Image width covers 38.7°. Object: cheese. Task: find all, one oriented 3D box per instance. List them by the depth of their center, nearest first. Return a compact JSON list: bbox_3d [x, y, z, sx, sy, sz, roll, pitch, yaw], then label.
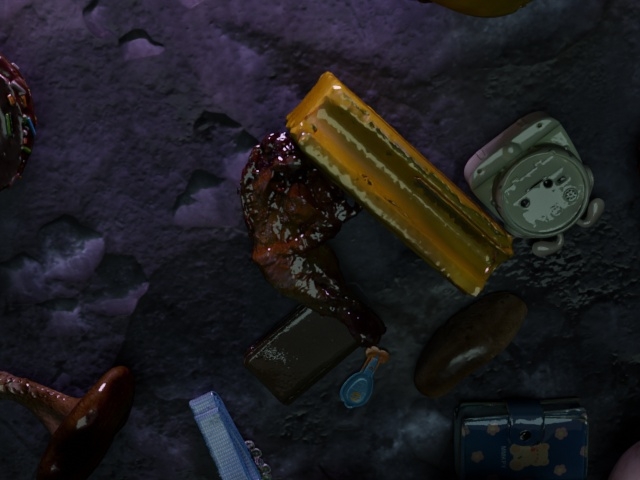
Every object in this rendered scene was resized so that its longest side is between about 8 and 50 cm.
[{"bbox_3d":[0.066,0.210,1.388,0.047,0.017,0.111,25,106,-12],"label":"cheese"}]

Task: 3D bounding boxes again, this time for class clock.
[{"bbox_3d":[0.308,-0.072,1.277,0.151,0.062,0.191,-38,106,11],"label":"clock"}]

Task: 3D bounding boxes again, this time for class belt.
[{"bbox_3d":[-0.139,0.313,1.397,0.065,0.100,0.179,-24,92,8],"label":"belt"}]

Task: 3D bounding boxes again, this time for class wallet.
[{"bbox_3d":[-0.013,0.151,1.359,0.198,0.031,0.110,-40,104,10],"label":"wallet"},{"bbox_3d":[0.308,0.312,1.405,0.202,0.059,0.141,-3,106,0],"label":"wallet"}]

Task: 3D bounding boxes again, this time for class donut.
[{"bbox_3d":[-0.489,-0.164,1.215,0.234,0.089,0.235,-1,108,-2],"label":"donut"}]

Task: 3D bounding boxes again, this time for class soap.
[{"bbox_3d":[0.102,-0.078,1.199,0.324,0.204,0.096,40,100,-13],"label":"soap"}]

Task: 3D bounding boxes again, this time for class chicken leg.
[{"bbox_3d":[-0.010,0.003,1.266,0.177,0.083,0.323,-1,109,29],"label":"chicken leg"}]

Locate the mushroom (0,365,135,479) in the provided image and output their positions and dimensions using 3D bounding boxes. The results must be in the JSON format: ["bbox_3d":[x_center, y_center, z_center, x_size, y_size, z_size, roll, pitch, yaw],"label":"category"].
[{"bbox_3d":[-0.402,0.241,1.344,0.217,0.148,0.227,35,99,5],"label":"mushroom"}]

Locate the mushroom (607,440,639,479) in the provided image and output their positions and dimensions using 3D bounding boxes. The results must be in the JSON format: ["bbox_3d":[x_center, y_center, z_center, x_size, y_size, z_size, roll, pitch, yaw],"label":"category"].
[{"bbox_3d":[0.585,0.414,1.324,0.356,0.315,0.315,-41,105,19],"label":"mushroom"}]

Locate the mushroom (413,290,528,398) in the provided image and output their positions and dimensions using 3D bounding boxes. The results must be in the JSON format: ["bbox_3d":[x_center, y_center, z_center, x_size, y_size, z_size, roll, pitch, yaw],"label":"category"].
[{"bbox_3d":[0.213,0.157,1.339,0.209,0.094,0.072,-41,107,16],"label":"mushroom"}]

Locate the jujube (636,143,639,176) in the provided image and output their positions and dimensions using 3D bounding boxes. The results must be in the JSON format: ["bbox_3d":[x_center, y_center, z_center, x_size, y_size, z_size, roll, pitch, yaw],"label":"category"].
[{"bbox_3d":[0.529,-0.061,1.246,0.155,0.155,0.230,-28,97,8],"label":"jujube"}]

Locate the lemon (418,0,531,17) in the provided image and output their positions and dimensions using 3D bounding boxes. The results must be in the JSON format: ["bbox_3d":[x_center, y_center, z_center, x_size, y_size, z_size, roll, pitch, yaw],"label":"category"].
[{"bbox_3d":[0.198,-0.412,1.052,0.296,0.297,0.297,0,108,-1],"label":"lemon"}]
